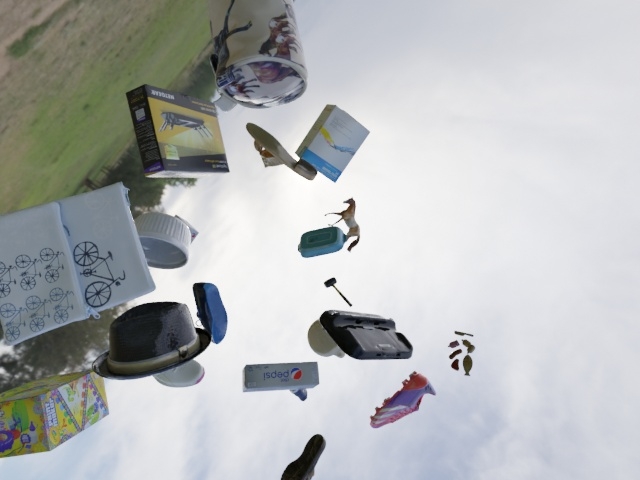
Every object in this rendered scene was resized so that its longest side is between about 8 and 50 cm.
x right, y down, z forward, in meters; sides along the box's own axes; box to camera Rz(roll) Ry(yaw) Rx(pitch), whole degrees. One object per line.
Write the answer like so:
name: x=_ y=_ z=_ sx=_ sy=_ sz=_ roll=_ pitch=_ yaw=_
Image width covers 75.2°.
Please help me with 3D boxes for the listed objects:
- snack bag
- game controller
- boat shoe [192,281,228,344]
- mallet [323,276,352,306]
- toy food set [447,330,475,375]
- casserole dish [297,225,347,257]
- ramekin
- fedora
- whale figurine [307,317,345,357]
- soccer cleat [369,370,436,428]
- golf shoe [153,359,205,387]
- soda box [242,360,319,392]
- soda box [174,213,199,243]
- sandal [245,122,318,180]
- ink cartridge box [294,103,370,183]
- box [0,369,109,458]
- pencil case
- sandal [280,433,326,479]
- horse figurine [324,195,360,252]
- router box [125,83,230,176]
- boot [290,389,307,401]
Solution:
snack bag: x=-0.604 y=0.041 z=1.005 sx=0.342 sy=0.323 sz=0.037 roll=-19 pitch=167 yaw=-17
game controller: x=0.135 y=0.264 z=1.153 sx=0.067 sy=0.319 sz=0.166 roll=-51 pitch=-130 yaw=21
boat shoe: x=-0.391 y=0.249 z=1.475 sx=0.089 sy=0.258 sz=0.109 roll=11 pitch=-154 yaw=23
mallet: x=0.081 y=0.248 z=1.958 sx=0.062 sy=0.039 sz=0.190 roll=-20 pitch=-133 yaw=-19
toy food set: x=0.411 y=0.331 z=1.222 sx=0.077 sy=0.019 sz=0.122 roll=9 pitch=-115 yaw=24
casserole dish: x=0.000 y=0.000 z=1.488 sx=0.188 sy=0.037 sz=0.114 roll=-12 pitch=-132 yaw=16
ramekin: x=-0.520 y=-0.001 z=1.344 sx=0.207 sy=0.207 sz=0.109 roll=-27 pitch=-134 yaw=38
fedora: x=-0.489 y=0.266 z=1.209 sx=0.334 sy=0.334 sz=0.153 roll=10 pitch=-74 yaw=60
whale figurine: x=0.078 y=0.422 z=1.889 sx=0.272 sy=0.216 sz=0.141 roll=-15 pitch=-178 yaw=11
soccer cleat: x=0.245 y=0.507 z=1.269 sx=0.095 sy=0.083 sz=0.248 roll=45 pitch=-73 yaw=26
golf shoe: x=-0.533 y=0.396 z=1.371 sx=0.140 sy=0.306 sz=0.115 roll=97 pitch=10 yaw=-53
soda box: x=-0.153 y=0.525 z=1.599 sx=0.098 sy=0.286 sz=0.091 roll=124 pitch=-35 yaw=-56
soda box: x=-0.651 y=-0.054 z=1.964 sx=0.074 sy=0.069 sz=0.216 roll=-56 pitch=-144 yaw=-4
sandal: x=-0.126 y=-0.227 z=1.172 sx=0.079 sy=0.240 sz=0.088 roll=-51 pitch=-172 yaw=32
ink cartridge box: x=0.042 y=-0.371 z=1.575 sx=0.233 sy=0.168 sz=0.171 roll=-55 pitch=-160 yaw=11
box: x=-0.945 y=0.578 z=1.406 sx=0.289 sy=0.177 sz=0.279 roll=-12 pitch=178 yaw=9
pencil case: x=-0.146 y=-0.454 z=0.766 sx=0.183 sy=0.160 sz=0.411 roll=-13 pitch=-98 yaw=9
sandal: x=-0.046 y=0.716 z=1.319 sx=0.219 sy=0.060 sz=0.090 roll=-55 pitch=-149 yaw=-6
horse figurine: x=0.135 y=-0.075 z=2.124 sx=0.174 sy=0.263 sz=0.066 roll=-24 pitch=-172 yaw=2
router box: x=-0.425 y=-0.321 z=1.283 sx=0.081 sy=0.243 sz=0.309 roll=-11 pitch=-176 yaw=25
boot: x=-0.109 y=0.619 z=1.811 sx=0.069 sy=0.086 sz=0.190 roll=-36 pitch=-160 yaw=2
